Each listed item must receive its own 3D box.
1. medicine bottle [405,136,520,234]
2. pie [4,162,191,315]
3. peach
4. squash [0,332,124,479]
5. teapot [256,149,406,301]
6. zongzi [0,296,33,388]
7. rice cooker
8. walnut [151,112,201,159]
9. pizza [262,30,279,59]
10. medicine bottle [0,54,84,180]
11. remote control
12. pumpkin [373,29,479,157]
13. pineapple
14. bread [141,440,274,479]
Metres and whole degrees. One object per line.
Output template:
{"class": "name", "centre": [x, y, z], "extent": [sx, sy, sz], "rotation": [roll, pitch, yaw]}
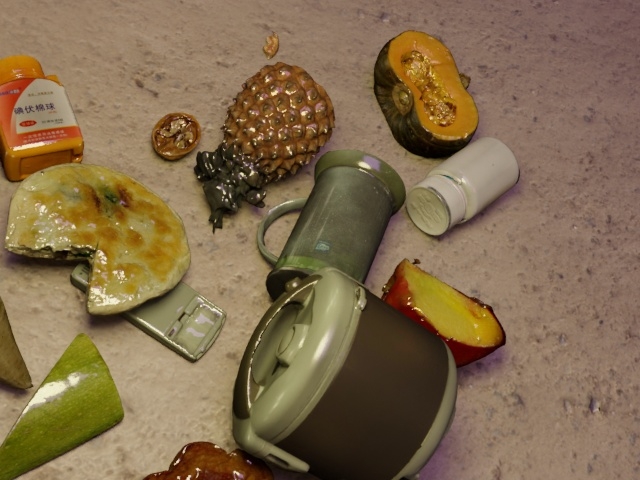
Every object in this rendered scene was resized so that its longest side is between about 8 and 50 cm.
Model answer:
{"class": "medicine bottle", "centre": [0.319, -0.122, 1.779], "extent": [0.258, 0.143, 0.143], "rotation": [-34, 78, -34]}
{"class": "pie", "centre": [-0.388, -0.017, 1.428], "extent": [0.337, 0.075, 0.338], "rotation": [19, 47, -22]}
{"class": "peach", "centre": [0.229, 0.179, 1.567], "extent": [0.267, 0.154, 0.159], "rotation": [28, 46, -16]}
{"class": "squash", "centre": [-0.463, 0.268, 1.280], "extent": [0.252, 0.093, 0.169], "rotation": [-24, 74, -31]}
{"class": "teapot", "centre": [0.000, 0.000, 1.572], "extent": [0.270, 0.200, 0.337], "rotation": [11, 55, 19]}
{"class": "zongzi", "centre": [-0.611, -0.041, 1.389], "extent": [0.467, 0.218, 0.500], "rotation": [42, 41, -24]}
{"class": "rice cooker", "centre": [0.022, 0.237, 1.334], "extent": [0.325, 0.335, 0.335], "rotation": [32, 54, -18]}
{"class": "walnut", "centre": [-0.301, -0.209, 1.641], "extent": [0.091, 0.052, 0.121], "rotation": [39, 57, 1]}
{"class": "pizza", "centre": [-0.117, -0.463, 1.882], "extent": [0.037, 0.016, 0.083], "rotation": [17, 61, -13]}
{"class": "medicine bottle", "centre": [-0.557, -0.238, 1.521], "extent": [0.149, 0.112, 0.222], "rotation": [-15, 68, -28]}
{"class": "remote control", "centre": [-0.314, 0.107, 1.469], "extent": [0.285, 0.038, 0.123], "rotation": [33, 56, -3]}
{"class": "pumpkin", "centre": [0.264, -0.343, 1.888], "extent": [0.221, 0.139, 0.317], "rotation": [-14, 67, -25]}
{"class": "pineapple", "centre": [-0.140, -0.182, 1.616], "extent": [0.223, 0.223, 0.357], "rotation": [38, 73, 3]}
{"class": "bread", "centre": [-0.186, 0.440, 1.264], "extent": [0.232, 0.135, 0.247], "rotation": [27, 56, -5]}
